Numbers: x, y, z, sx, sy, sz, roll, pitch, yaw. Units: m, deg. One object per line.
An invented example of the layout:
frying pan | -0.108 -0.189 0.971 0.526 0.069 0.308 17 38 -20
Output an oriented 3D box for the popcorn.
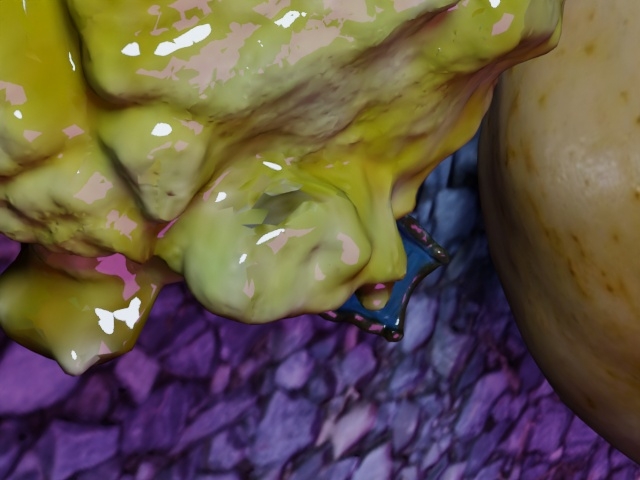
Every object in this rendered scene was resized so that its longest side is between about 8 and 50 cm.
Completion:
popcorn | -0.049 -0.090 0.663 0.270 0.258 0.224 -51 -179 -9

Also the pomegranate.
pomegranate | 0.276 -0.020 0.949 0.411 0.411 0.411 -26 131 -34

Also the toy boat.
toy boat | 0.000 0.000 0.918 0.185 0.077 0.075 30 92 -51
